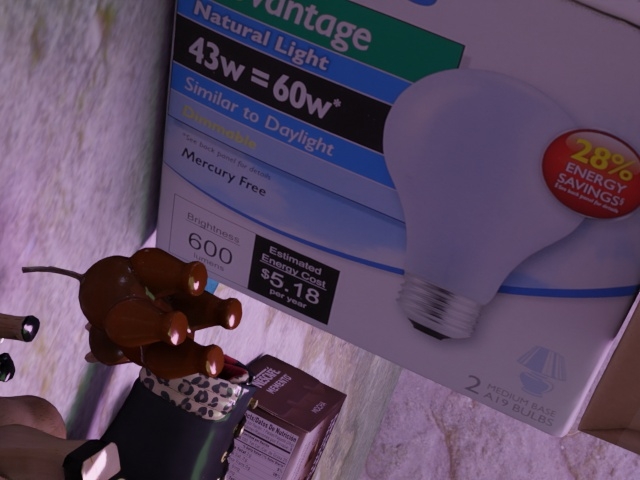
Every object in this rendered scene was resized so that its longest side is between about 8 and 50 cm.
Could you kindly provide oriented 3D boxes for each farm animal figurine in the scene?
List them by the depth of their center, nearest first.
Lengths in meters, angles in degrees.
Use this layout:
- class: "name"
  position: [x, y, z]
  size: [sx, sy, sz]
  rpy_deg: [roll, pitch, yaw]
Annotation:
- class: "farm animal figurine"
  position: [-0.177, 0.163, 0.727]
  size: [0.326, 0.172, 0.330]
  rpy_deg: [2, 92, -62]

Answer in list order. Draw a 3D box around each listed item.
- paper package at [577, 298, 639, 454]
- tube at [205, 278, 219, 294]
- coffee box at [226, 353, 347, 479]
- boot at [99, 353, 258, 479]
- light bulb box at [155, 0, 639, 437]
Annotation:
- class: "paper package"
  position: [0.326, -0.032, 0.821]
  size: [0.325, 0.168, 0.310]
  rpy_deg: [-51, 162, -45]
- class: "tube"
  position: [-0.116, 0.051, 1.119]
  size: [0.080, 0.052, 0.207]
  rpy_deg: [-54, 173, -2]
- class: "coffee box"
  position: [-0.093, 0.305, 1.583]
  size: [0.297, 0.118, 0.168]
  rpy_deg: [-68, 168, 13]
- class: "boot"
  position: [-0.085, 0.194, 1.095]
  size: [0.179, 0.236, 0.085]
  rpy_deg: [-59, -153, 9]
- class: "light bulb box"
  position: [0.095, -0.108, 0.940]
  size: [0.361, 0.357, 0.225]
  rpy_deg: [101, 16, -47]
